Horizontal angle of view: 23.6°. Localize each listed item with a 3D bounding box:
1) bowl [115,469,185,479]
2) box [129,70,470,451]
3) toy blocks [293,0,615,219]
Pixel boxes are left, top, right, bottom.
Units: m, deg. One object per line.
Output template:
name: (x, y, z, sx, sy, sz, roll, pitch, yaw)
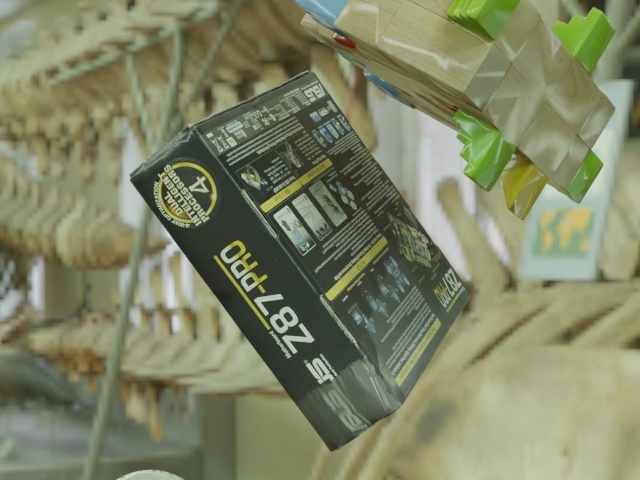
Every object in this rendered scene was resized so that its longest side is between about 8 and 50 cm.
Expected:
bowl: (-0.207, 0.328, 1.829, 0.170, 0.080, 0.170, -1, 41, 1)
box: (0.000, 0.000, 1.546, 0.097, 0.318, 0.395, -37, 2, 20)
toy blocks: (0.106, -0.182, 1.426, 0.261, 0.191, 0.381, 32, 1, 29)
